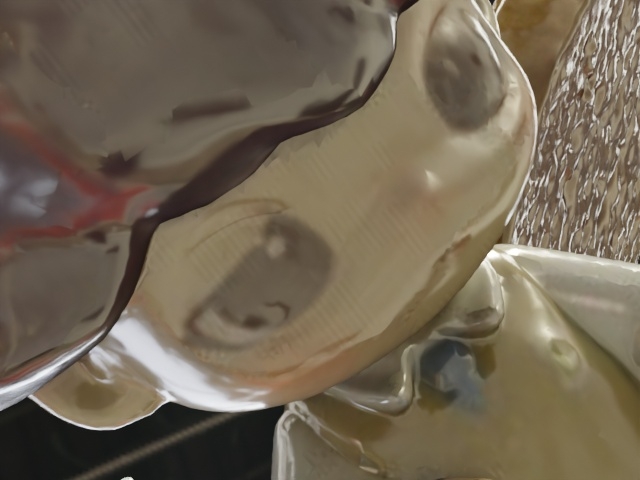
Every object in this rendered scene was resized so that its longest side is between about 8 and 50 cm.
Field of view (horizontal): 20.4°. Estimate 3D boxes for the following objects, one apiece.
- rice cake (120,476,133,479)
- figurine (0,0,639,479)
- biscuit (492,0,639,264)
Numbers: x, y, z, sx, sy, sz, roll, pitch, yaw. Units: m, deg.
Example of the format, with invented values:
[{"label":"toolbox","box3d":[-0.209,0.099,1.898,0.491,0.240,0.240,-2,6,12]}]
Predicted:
[{"label":"rice cake","box3d":[-0.150,0.288,1.558,0.069,0.206,0.063,-28,-60,-15]},{"label":"figurine","box3d":[0.004,0.007,0.474,0.218,0.206,0.365,-39,-87,0]},{"label":"biscuit","box3d":[0.140,-0.035,1.074,0.394,0.070,0.350,-47,-36,-53]}]
